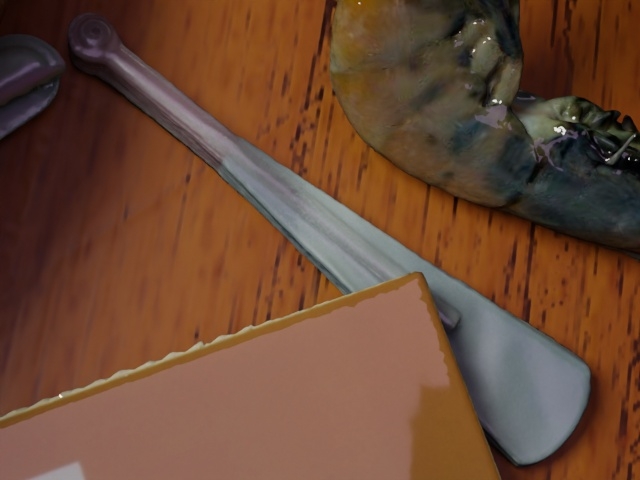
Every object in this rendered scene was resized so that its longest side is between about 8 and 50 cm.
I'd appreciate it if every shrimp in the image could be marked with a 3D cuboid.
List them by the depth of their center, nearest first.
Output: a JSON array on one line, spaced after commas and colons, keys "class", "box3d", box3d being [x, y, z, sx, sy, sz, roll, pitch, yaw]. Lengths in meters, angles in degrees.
[{"class": "shrimp", "box3d": [0.141, -0.075, 0.446, 0.262, 0.198, 0.051, 25, 37, -11]}]

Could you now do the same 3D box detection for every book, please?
[{"class": "book", "box3d": [-0.015, 0.226, 0.406, 0.262, 0.028, 0.374, -18, 85, -14]}]

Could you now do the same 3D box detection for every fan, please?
[{"class": "fan", "box3d": [0.000, 0.000, 0.469, 0.282, 0.023, 0.057, 37, 81, -3]}]

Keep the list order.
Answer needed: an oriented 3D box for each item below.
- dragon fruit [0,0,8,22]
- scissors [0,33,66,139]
[{"class": "dragon fruit", "box3d": [-0.269, -0.153, 0.348, 0.330, 0.240, 0.302, 21, 37, 21]}, {"class": "scissors", "box3d": [-0.215, -0.014, 0.416, 0.256, 0.030, 0.125, -30, 86, -14]}]
